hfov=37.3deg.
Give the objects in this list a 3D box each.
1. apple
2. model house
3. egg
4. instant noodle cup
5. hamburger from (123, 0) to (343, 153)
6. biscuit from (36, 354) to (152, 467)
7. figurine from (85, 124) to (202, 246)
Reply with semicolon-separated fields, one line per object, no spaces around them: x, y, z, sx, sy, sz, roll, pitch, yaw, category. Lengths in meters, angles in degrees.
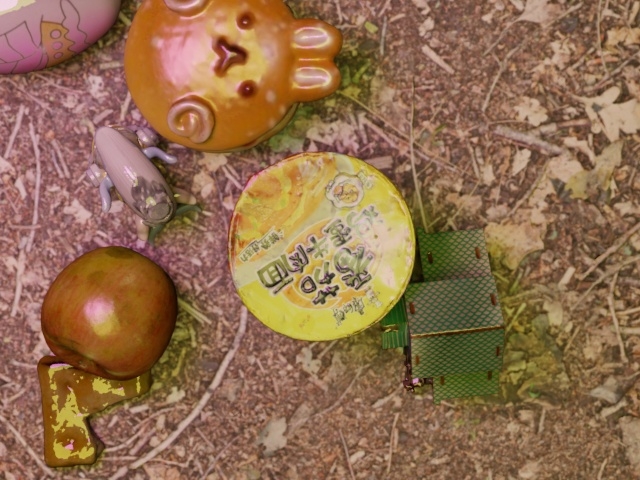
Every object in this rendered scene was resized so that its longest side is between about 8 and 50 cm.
-0.301;0.103;1.370;0.195;0.196;0.196;0;95;-2;apple
0.174;0.118;1.375;0.178;0.206;0.271;-3;96;-2;model house
-0.418;-0.329;1.328;0.271;0.196;0.197;3;95;-8;egg
0.000;0.000;1.362;0.264;0.200;0.265;0;96;-1;instant noodle cup
-0.124;-0.249;1.347;0.302;0.186;0.261;11;95;-5;hamburger
-0.348;0.262;1.458;0.174;0.039;0.184;1;95;-4;biscuit
-0.265;-0.087;1.386;0.128;0.184;0.208;-35;132;-5;figurine
